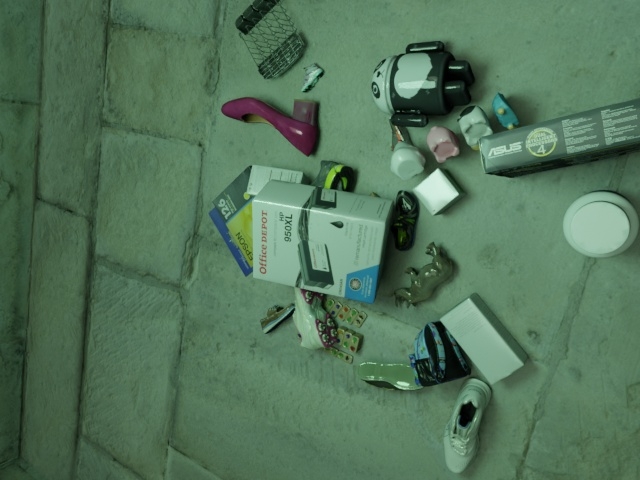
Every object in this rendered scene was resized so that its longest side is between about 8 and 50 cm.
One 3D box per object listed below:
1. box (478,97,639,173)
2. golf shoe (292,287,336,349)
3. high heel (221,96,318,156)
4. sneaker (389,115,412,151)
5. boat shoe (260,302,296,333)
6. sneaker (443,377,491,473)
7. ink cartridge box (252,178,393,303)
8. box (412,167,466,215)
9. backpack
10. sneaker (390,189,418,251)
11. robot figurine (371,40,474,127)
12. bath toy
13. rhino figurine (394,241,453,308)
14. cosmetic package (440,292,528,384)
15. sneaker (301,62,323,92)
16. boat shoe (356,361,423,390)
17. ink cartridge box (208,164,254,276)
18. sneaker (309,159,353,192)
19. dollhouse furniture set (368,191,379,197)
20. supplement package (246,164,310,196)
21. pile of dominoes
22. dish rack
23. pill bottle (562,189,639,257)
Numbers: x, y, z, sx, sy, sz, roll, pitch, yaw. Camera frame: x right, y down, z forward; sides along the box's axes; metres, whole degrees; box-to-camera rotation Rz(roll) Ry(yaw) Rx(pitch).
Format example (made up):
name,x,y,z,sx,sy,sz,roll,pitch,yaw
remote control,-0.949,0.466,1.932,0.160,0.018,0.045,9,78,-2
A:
name,x,y,z,sx,sy,sz,roll,pitch,yaw
box,0.598,-0.227,1.138,0.394,0.318,0.097,-10,92,32
golf shoe,-0.053,0.226,1.694,0.140,0.115,0.306,-26,74,38
high heel,-0.188,-0.386,1.697,0.377,0.127,0.181,7,89,27
sneaker,0.232,-0.299,1.503,0.065,0.061,0.158,-26,82,37
boat shoe,-0.161,0.270,1.806,0.183,0.066,0.066,-41,74,28
sneaker,0.413,0.554,1.459,0.111,0.129,0.297,14,104,27
ink cartridge box,0.000,0.000,1.514,0.394,0.166,0.286,11,121,12
box,0.343,-0.140,1.437,0.102,0.087,0.101,-42,75,28
backpack,0.338,0.332,1.466,0.117,0.158,0.173,-35,64,48
sneaker,0.253,-0.058,1.507,0.067,0.078,0.188,6,98,30
robot figurine,0.277,-0.435,1.387,0.278,0.209,0.174,9,132,30
bath toy,0.351,-0.279,1.362,0.348,0.151,0.129,-24,45,20
rhino figurine,0.302,0.123,1.505,0.106,0.073,0.243,48,119,20
cosmetic package,0.464,0.277,1.420,0.117,0.085,0.231,-43,76,28
sneaker,-0.041,-0.544,1.650,0.098,0.038,0.069,-42,73,18
boat shoe,0.231,0.436,1.592,0.227,0.069,0.081,4,59,27
ink cartridge box,-0.272,-0.064,1.831,0.307,0.072,0.304,-38,77,26
sneaker,0.011,-0.127,1.644,0.121,0.111,0.300,43,119,42
dollhouse furniture set,0.155,-0.093,1.603,0.114,0.091,0.081,-60,23,-1
supplement package,-0.140,-0.183,1.678,0.179,0.105,0.105,10,85,13
pile of dominoes,0.028,0.300,1.711,0.251,0.040,0.196,19,106,27
dish rack,-0.166,-0.694,1.687,0.208,0.074,0.272,-32,81,31
pill bottle,0.649,-0.040,1.156,0.152,0.272,0.152,4,98,31
